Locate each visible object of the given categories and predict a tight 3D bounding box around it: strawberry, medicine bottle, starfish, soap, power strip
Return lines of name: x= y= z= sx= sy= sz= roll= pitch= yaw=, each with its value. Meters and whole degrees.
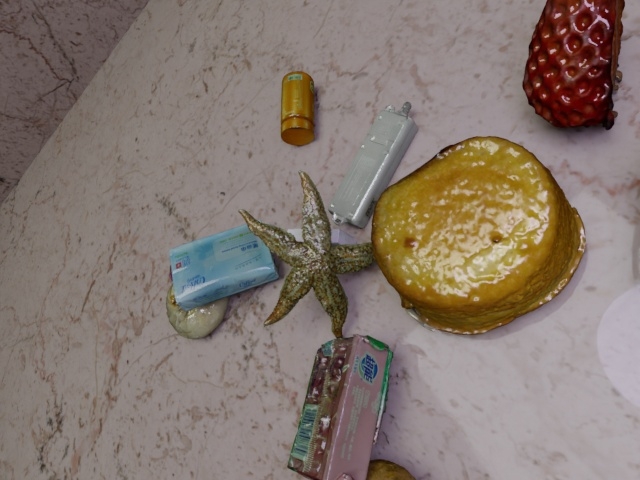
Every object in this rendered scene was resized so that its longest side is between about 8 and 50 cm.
strawberry: x=0.428 y=-0.321 z=0.695 sx=0.150 sy=0.280 sz=0.252 roll=5 pitch=86 yaw=39
medicine bottle: x=-0.065 y=-0.377 z=1.158 sx=0.097 sy=0.096 sz=0.191 roll=-14 pitch=66 yaw=31
starfish: x=-0.029 y=0.049 z=0.873 sx=0.346 sy=0.358 sz=0.078 roll=-64 pitch=9 yaw=6
soap: x=0.032 y=0.325 z=0.785 sx=0.218 sy=0.098 sz=0.273 roll=-25 pitch=42 yaw=54
power strip: x=0.129 y=-0.181 z=0.980 sx=0.098 sy=0.058 sz=0.338 roll=30 pitch=92 yaw=38

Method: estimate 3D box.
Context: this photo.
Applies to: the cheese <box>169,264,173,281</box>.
cheese: x=-0.433 y=0.067 z=1.296 sx=0.145 sy=0.038 sz=0.095 roll=-49 pitch=55 yaw=3

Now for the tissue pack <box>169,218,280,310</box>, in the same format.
tissue pack: x=-0.257 y=0.060 z=1.078 sx=0.264 sy=0.089 sz=0.177 roll=-19 pitch=59 yaw=-3

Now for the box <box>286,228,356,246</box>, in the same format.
box: x=0.000 y=-0.001 z=0.988 sx=0.155 sy=0.084 sz=0.040 roll=0 pitch=75 yaw=35

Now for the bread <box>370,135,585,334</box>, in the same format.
bread: x=0.256 y=-0.015 z=0.744 sx=0.358 sy=0.204 sz=0.336 roll=-37 pitch=52 yaw=21

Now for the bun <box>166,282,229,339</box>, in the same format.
bun: x=-0.364 y=0.166 z=1.156 sx=0.223 sy=0.128 sz=0.222 roll=-14 pitch=64 yaw=30

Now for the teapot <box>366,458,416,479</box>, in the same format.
teapot: x=0.103 y=0.510 z=0.701 sx=0.167 sy=0.203 sz=0.311 roll=48 pitch=134 yaw=-5
